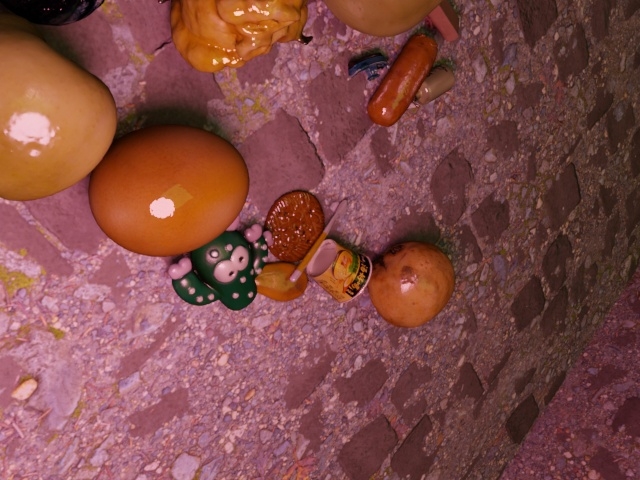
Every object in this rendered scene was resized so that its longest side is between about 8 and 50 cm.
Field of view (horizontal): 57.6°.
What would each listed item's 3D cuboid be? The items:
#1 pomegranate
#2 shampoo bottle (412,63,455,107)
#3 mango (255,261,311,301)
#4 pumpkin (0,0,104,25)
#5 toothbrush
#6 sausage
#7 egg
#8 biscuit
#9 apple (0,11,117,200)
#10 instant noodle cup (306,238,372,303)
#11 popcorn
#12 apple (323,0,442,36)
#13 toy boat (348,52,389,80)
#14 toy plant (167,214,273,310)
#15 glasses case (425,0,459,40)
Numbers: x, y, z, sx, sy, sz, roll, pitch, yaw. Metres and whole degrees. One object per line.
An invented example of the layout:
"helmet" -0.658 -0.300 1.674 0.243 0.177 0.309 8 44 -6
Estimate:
"pomegranate" 0.260 0.121 1.668 0.260 0.260 0.261 -13 111 -37
"shampoo bottle" 0.302 -0.431 1.642 0.162 0.079 0.079 -35 123 -27
"mango" -0.105 0.104 1.474 0.187 0.066 0.101 9 96 -33
"pumpkin" -0.441 -0.464 0.930 0.233 0.162 0.233 9 79 -56
"toothbrush" 0.000 0.000 1.514 0.288 0.021 0.024 -56 143 -30
"sausage" 0.221 -0.426 1.560 0.109 0.108 0.271 38 80 -40
"egg" -0.284 -0.101 1.133 0.322 0.250 0.250 -23 117 -43
"biscuit" -0.063 -0.035 1.488 0.187 0.027 0.188 -13 112 -36
"apple" -0.485 -0.206 0.932 0.292 0.292 0.254 38 85 -40
"instant noodle cup" 0.044 0.076 1.538 0.122 0.151 0.152 34 81 -34
"popcorn" -0.129 -0.475 1.135 0.281 0.315 0.298 36 51 -21
"apple" 0.142 -0.641 1.275 0.357 0.357 0.358 -13 111 -37
"toy boat" 0.128 -0.444 1.504 0.137 0.060 0.061 -30 101 -37
"toy plant" -0.219 0.049 1.324 0.243 0.112 0.233 34 82 -46
"glasses case" 0.309 -0.646 1.603 0.193 0.070 0.103 39 50 -38
